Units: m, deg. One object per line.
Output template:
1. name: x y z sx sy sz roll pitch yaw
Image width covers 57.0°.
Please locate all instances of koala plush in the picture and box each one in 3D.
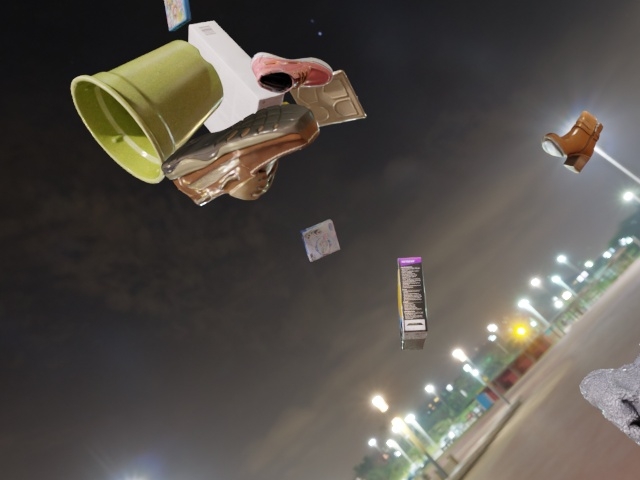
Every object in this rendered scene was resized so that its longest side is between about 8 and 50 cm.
1. koala plush: 0.663 0.283 1.173 0.221 0.203 0.196 -51 4 10

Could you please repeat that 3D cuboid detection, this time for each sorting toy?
1. sorting toy: -0.021 -0.474 2.010 0.229 0.307 0.041 50 -137 -48

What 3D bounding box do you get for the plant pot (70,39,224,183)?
1. plant pot: -0.368 -0.314 1.343 0.254 0.276 0.276 -47 -18 -28

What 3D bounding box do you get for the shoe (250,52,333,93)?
1. shoe: -0.052 -0.331 1.201 0.178 0.081 0.063 4 -47 -22

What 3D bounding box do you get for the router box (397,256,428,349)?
1. router box: 0.166 0.121 1.081 0.046 0.133 0.179 -3 -21 6

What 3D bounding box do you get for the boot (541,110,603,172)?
1. boot: 0.710 -0.298 1.658 0.197 0.073 0.152 27 -87 -38

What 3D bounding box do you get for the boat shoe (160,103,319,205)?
1. boat shoe: -0.127 -0.134 0.994 0.324 0.120 0.122 -10 31 40

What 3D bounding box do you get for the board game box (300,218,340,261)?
1. board game box: 0.000 0.000 1.592 0.090 0.020 0.090 -22 -66 -13

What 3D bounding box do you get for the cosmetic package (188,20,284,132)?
1. cosmetic package: -0.270 -0.429 1.772 0.097 0.377 0.284 -24 -29 -33

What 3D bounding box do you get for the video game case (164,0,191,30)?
1. video game case: -0.317 -0.550 1.272 0.015 0.119 0.166 -13 -78 -29
